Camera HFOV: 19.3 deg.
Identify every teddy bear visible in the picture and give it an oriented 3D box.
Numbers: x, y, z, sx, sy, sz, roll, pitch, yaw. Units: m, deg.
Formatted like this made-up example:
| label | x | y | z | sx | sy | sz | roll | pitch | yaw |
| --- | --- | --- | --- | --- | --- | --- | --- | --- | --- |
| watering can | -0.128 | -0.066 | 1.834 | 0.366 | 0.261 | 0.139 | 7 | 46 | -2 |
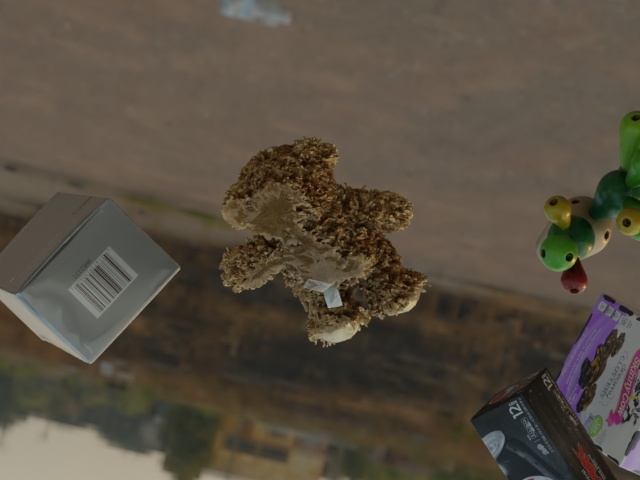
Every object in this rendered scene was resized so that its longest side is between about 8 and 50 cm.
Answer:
| label | x | y | z | sx | sy | sz | roll | pitch | yaw |
| --- | --- | --- | --- | --- | --- | --- | --- | --- | --- |
| teddy bear | 0.000 | 0.000 | 2.346 | 0.245 | 0.113 | 0.338 | -37 | 126 | 28 |

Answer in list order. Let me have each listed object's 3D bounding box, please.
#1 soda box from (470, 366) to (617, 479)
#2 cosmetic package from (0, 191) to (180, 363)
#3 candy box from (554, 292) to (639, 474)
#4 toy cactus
| label | x | y | z | sx | sy | sz | roll | pitch | yaw |
| --- | --- | --- | --- | --- | --- | --- | --- | --- | --- |
| soda box | 0.188 | 0.187 | 1.445 | 0.053 | 0.169 | 0.060 | -32 | -179 | 32 |
| cosmetic package | -0.232 | 0.031 | 1.771 | 0.107 | 0.127 | 0.238 | 45 | 167 | -18 |
| candy box | 0.378 | 0.177 | 2.293 | 0.070 | 0.165 | 0.196 | 24 | -173 | -28 |
| toy cactus | 0.238 | -0.024 | 1.507 | 0.112 | 0.219 | 0.180 | 39 | 147 | -2 |
